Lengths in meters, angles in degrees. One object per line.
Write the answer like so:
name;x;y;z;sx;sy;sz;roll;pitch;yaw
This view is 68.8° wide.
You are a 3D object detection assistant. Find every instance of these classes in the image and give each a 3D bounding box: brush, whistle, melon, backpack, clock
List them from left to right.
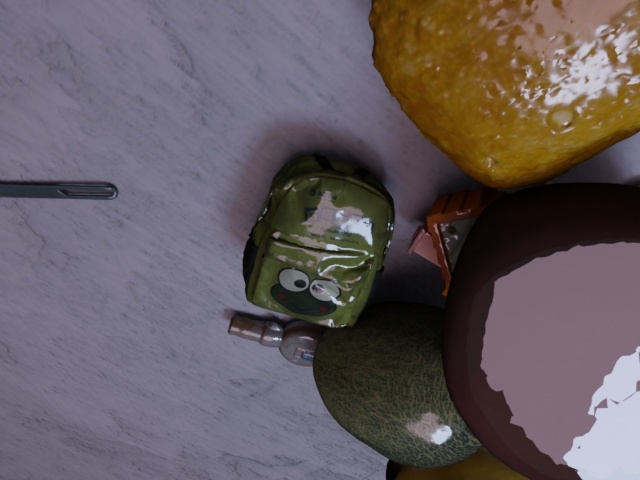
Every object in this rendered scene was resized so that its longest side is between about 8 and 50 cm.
brush;-0.446;-0.074;0.724;0.265;0.027;0.062;1;131;5
whistle;-0.067;0.188;0.891;0.219;0.057;0.107;17;131;-6
backpack;0.000;0.000;0.676;0.206;0.140;0.254;15;124;-6
melon;0.128;0.217;0.752;0.329;0.249;0.249;6;144;52
clock;0.268;0.011;0.638;0.255;0.106;0.220;33;122;7

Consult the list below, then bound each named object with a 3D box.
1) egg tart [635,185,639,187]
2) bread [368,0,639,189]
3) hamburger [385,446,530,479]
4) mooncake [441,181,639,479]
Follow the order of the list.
egg tart;0.467;0.006;0.674;0.191;0.074;0.191;1;130;1
bread;0.243;-0.215;0.388;0.361;0.250;0.394;38;125;-23
hamburger;0.319;0.468;0.944;0.394;0.278;0.396;3;128;4
mooncake;0.286;0.091;0.497;0.333;0.174;0.326;-36;92;27
